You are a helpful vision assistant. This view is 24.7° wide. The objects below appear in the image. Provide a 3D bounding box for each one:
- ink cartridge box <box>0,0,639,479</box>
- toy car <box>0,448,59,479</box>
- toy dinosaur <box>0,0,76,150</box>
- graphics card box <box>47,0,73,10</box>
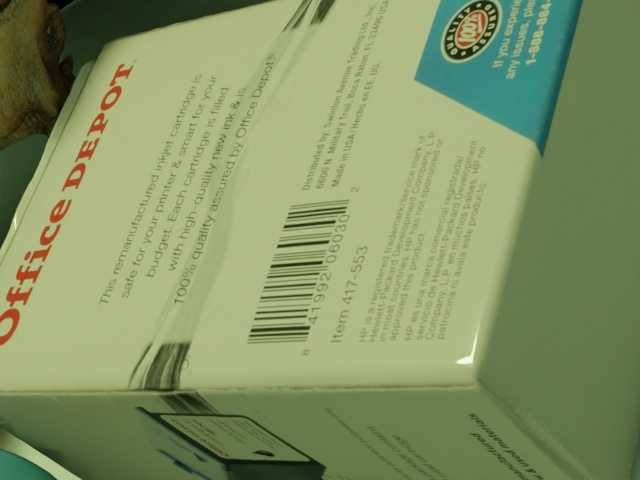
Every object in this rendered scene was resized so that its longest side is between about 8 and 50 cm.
[{"bbox_3d":[0.000,0.000,0.431,0.191,0.082,0.139,-7,54,40],"label":"ink cartridge box"},{"bbox_3d":[-0.201,0.186,0.417,0.219,0.210,0.238,-78,15,-53],"label":"toy car"},{"bbox_3d":[-0.177,-0.001,0.565,0.296,0.127,0.200,-11,48,46],"label":"toy dinosaur"},{"bbox_3d":[-0.073,-0.184,0.549,0.371,0.094,0.233,-30,3,18],"label":"graphics card box"}]
